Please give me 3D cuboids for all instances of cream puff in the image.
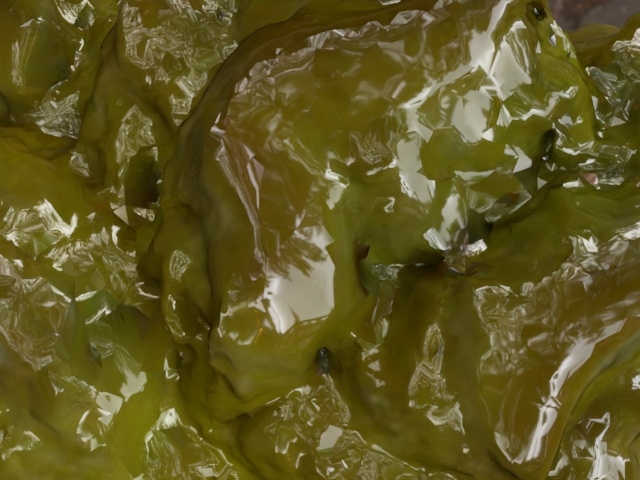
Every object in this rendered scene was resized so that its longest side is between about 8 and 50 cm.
[{"bbox_3d":[-0.002,-0.001,0.487,0.324,0.257,0.291,45,47,6],"label":"cream puff"}]
